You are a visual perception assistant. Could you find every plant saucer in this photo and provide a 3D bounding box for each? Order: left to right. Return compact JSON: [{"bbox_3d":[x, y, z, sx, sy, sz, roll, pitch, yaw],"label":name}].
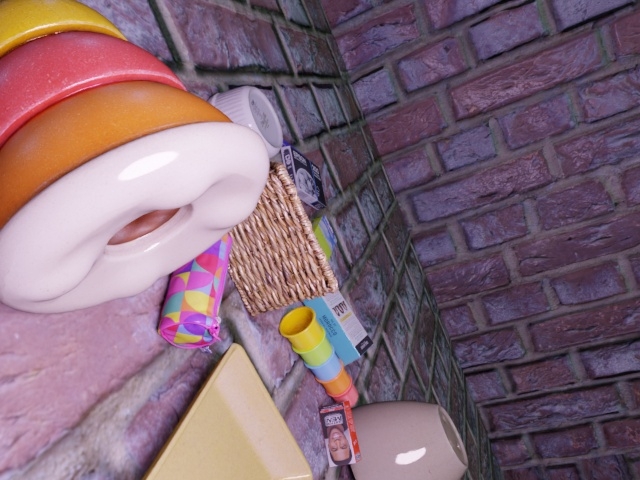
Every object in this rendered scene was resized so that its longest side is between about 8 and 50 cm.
[{"bbox_3d":[-0.146,0.390,0.790,0.332,0.081,0.332,65,20,-17],"label":"plant saucer"}]

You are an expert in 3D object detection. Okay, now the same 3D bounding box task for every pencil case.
[{"bbox_3d":[-0.210,0.077,0.878,0.104,0.105,0.236,51,27,-43],"label":"pencil case"}]

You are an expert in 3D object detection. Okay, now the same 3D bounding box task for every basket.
[{"bbox_3d":[-0.087,-0.021,1.099,0.298,0.223,0.213,65,21,-14],"label":"basket"}]

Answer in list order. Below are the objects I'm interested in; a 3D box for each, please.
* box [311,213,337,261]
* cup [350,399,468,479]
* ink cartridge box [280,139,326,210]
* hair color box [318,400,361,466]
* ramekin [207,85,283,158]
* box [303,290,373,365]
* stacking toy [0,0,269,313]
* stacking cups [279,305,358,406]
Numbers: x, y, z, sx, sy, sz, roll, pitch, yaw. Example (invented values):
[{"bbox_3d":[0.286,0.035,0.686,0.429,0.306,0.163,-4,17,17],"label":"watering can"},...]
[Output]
[{"bbox_3d":[0.000,0.000,1.561,0.108,0.043,0.178,65,21,-18],"label":"box"},{"bbox_3d":[0.247,0.563,1.339,0.331,0.237,0.331,53,17,-24],"label":"cup"},{"bbox_3d":[-0.057,-0.221,1.610,0.206,0.045,0.208,26,48,-62],"label":"ink cartridge box"},{"bbox_3d":[0.047,0.471,1.226,0.043,0.072,0.141,25,49,-64],"label":"hair color box"},{"bbox_3d":[-0.181,-0.285,1.254,0.207,0.109,0.207,51,29,-43],"label":"ramekin"},{"bbox_3d":[0.037,0.204,1.346,0.244,0.060,0.101,57,27,7],"label":"box"},{"bbox_3d":[-0.322,-0.179,0.641,0.479,0.351,0.351,55,18,10],"label":"stacking toy"},{"bbox_3d":[0.012,0.300,1.259,0.316,0.096,0.096,59,24,-33],"label":"stacking cups"}]
